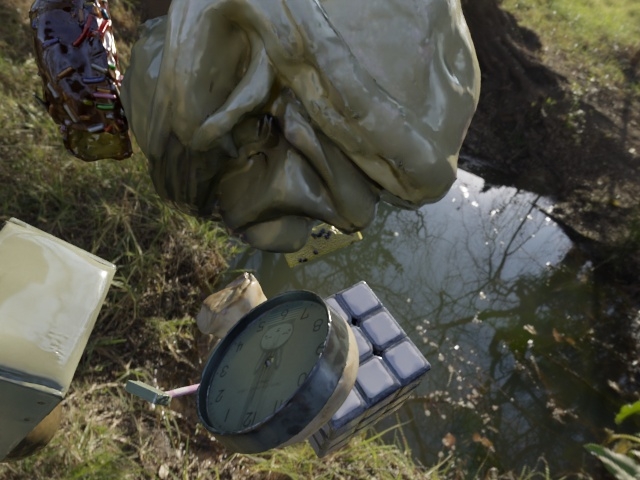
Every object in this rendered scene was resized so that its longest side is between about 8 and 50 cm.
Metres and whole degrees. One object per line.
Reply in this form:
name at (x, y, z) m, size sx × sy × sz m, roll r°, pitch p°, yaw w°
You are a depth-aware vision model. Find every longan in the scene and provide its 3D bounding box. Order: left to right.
longan at (-0.629, 0.369, 0.891) m, size 0.168 × 0.187 × 0.167 m, roll -3°, pitch 74°, yaw 9°

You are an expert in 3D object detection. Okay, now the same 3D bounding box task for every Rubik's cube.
Rubik's cube at (0.058, 0.346, 1.167) m, size 0.301 × 0.305 × 0.303 m, roll -22°, pitch 56°, yaw -24°

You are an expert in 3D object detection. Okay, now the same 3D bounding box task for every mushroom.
mushroom at (-0.085, 0.200, 0.779) m, size 0.298 × 0.290 × 0.297 m, roll -18°, pitch 27°, yaw 9°

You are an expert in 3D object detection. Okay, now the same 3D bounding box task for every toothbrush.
toothbrush at (-0.280, 0.369, 1.109) m, size 0.287 × 0.025 × 0.020 m, roll -2°, pitch 28°, yaw -38°

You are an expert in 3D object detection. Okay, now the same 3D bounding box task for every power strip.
power strip at (-0.239, 0.209, 0.596) m, size 0.083 × 0.027 × 0.017 m, roll 4°, pitch 67°, yaw 34°

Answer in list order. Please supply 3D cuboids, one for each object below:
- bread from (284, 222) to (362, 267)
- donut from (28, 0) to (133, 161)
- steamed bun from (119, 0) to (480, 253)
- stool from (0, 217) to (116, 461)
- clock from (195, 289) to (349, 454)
bread at (0.000, 0.000, 1.234) m, size 0.049 × 0.226 × 0.088 m, roll -35°, pitch 102°, yaw -83°
donut at (-0.306, -0.211, 0.557) m, size 0.096 × 0.216 × 0.230 m, roll -11°, pitch 11°, yaw -21°
steamed bun at (-0.032, -0.110, 0.447) m, size 0.352 × 0.339 × 0.247 m, roll 19°, pitch 71°, yaw -16°
stool at (-0.469, 0.154, 0.637) m, size 0.170 × 0.270 × 0.243 m, roll 33°, pitch 30°, yaw -28°
clock at (-0.065, 0.154, 0.546) m, size 0.042 × 0.215 × 0.215 m, roll 52°, pitch 28°, yaw -28°
